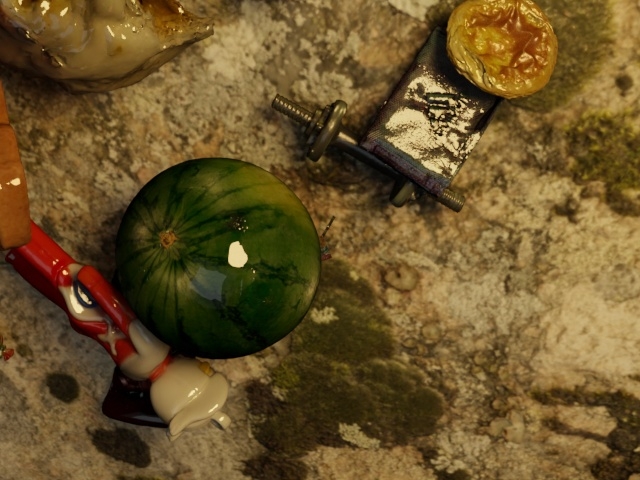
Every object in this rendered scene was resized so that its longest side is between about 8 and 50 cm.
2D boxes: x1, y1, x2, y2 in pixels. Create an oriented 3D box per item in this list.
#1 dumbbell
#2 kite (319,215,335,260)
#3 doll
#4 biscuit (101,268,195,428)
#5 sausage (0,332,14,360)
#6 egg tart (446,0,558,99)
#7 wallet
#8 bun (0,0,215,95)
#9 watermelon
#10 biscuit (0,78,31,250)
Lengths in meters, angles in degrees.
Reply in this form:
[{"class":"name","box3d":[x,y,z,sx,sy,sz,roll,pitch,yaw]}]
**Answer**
[{"class":"dumbbell","box3d":[0.057,-0.102,0.937,0.254,0.081,0.081,29,118,-6]},{"class":"kite","box3d":[0.005,0.004,1.046,0.078,0.002,0.044,-38,106,25]},{"class":"doll","box3d":[-0.262,0.110,1.025,0.384,0.099,0.188,44,156,4]},{"class":"biscuit","box3d":[-0.229,0.159,1.131,0.151,0.063,0.235,11,117,4]},{"class":"sausage","box3d":[-0.576,0.131,1.175,0.264,0.083,0.083,16,119,-1]},{"class":"egg tart","box3d":[0.191,-0.207,0.858,0.130,0.130,0.052,26,161,-4]},{"class":"wallet","box3d":[0.131,-0.144,0.891,0.111,0.030,0.166,34,86,-1]},{"class":"bun","box3d":[-0.266,-0.275,0.833,0.281,0.205,0.281,5,118,10]},{"class":"watermelon","box3d":[-0.117,0.021,0.938,0.242,0.242,0.242,4,118,8]},{"class":"biscuit","box3d":[-0.374,-0.106,0.893,0.047,0.334,0.202,-10,126,-26]}]
